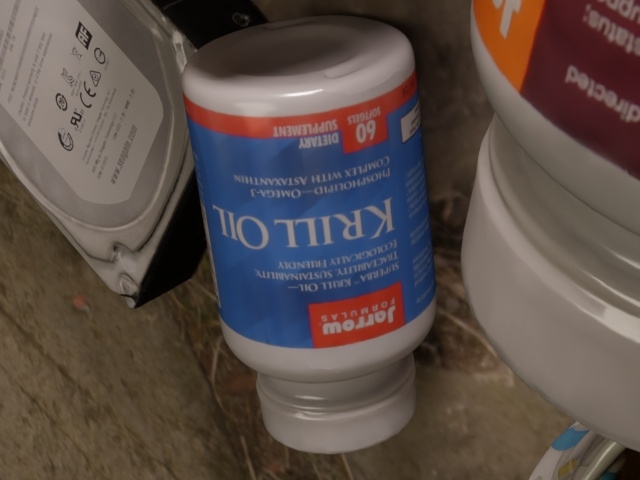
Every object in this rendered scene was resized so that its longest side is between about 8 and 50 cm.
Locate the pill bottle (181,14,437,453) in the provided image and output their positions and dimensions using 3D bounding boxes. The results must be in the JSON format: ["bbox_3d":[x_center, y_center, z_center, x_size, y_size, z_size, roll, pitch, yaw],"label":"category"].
[{"bbox_3d":[0.000,0.000,0.821,0.124,0.124,0.222,17,126,41],"label":"pill bottle"}]

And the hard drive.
[{"bbox_3d":[-0.178,-0.147,0.976,0.339,0.064,0.237,49,140,15],"label":"hard drive"}]

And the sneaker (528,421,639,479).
[{"bbox_3d":[0.152,0.128,0.759,0.087,0.092,0.229,48,142,13],"label":"sneaker"}]

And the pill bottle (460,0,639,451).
[{"bbox_3d":[0.171,-0.126,0.470,0.224,0.224,0.392,35,135,28],"label":"pill bottle"}]
